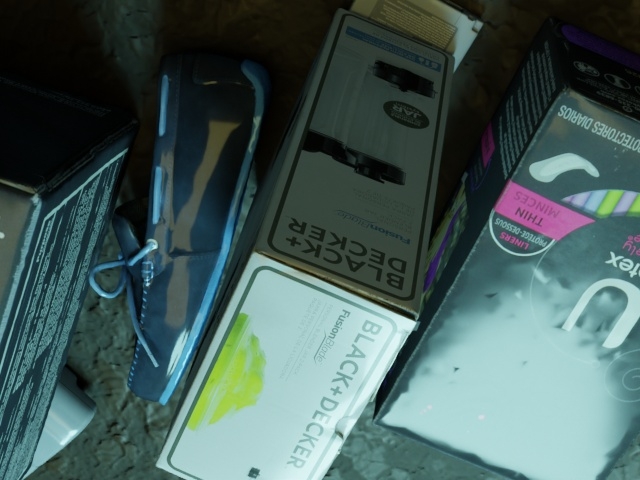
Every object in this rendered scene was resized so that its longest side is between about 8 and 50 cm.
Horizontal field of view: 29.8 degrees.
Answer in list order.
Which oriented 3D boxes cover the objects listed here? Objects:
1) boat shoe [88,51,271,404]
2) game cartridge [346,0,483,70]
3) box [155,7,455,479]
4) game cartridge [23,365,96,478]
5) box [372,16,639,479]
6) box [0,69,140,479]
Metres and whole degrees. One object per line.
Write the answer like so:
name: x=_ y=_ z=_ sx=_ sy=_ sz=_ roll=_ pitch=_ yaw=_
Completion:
boat shoe: x=-0.105 y=-0.011 z=0.855 sx=0.089 sy=0.109 sz=0.258 roll=16 pitch=102 yaw=-4
game cartridge: x=0.059 y=-0.143 z=0.803 sx=0.083 sy=0.017 sz=0.056 roll=27 pitch=114 yaw=-8
box: x=0.000 y=0.000 z=0.721 sx=0.087 sy=0.290 sz=0.169 roll=23 pitch=126 yaw=-6
game cartridge: x=-0.353 y=0.157 z=0.991 sx=0.297 sy=0.062 sz=0.198 roll=-39 pitch=112 yaw=23
box: x=0.164 y=0.018 z=0.804 sx=0.165 sy=0.143 sz=0.270 roll=22 pitch=119 yaw=-5
box: x=-0.259 y=0.048 z=0.748 sx=0.182 sy=0.294 sz=0.296 roll=19 pitch=102 yaw=-4
